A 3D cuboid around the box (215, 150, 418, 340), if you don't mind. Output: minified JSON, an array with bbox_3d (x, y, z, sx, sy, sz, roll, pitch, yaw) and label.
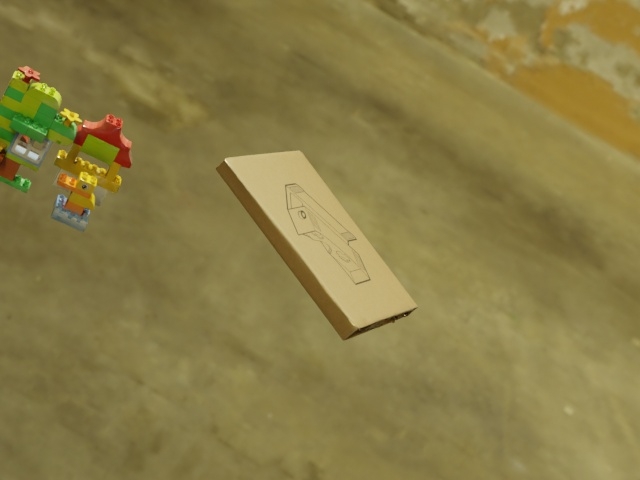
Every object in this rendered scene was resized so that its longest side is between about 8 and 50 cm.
[{"bbox_3d":[0.000,0.000,1.314,0.201,0.021,0.164,53,22,10],"label":"box"}]

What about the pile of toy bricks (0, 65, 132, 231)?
[{"bbox_3d":[-0.260,-0.099,1.184,0.212,0.105,0.118,25,22,-16],"label":"pile of toy bricks"}]
